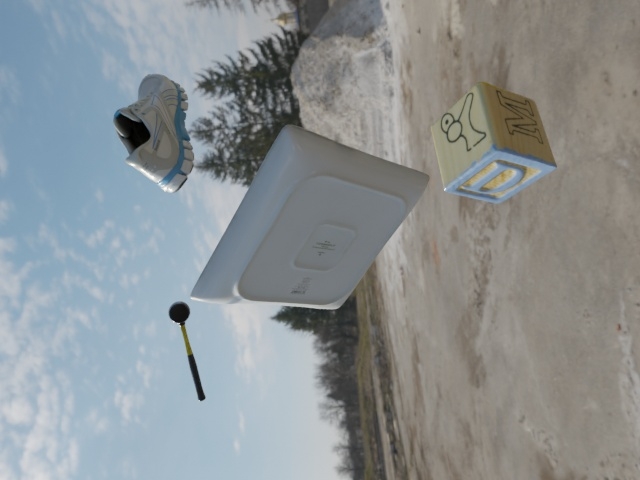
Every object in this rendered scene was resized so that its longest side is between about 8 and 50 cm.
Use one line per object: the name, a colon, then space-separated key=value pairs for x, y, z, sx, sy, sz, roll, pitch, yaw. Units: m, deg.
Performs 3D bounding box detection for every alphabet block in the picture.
alphabet block: x=0.408 y=-0.228 z=1.209 sx=0.192 sy=0.194 sz=0.197 roll=-39 pitch=48 yaw=51

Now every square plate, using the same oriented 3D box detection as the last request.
square plate: x=0.000 y=0.000 z=0.867 sx=0.344 sy=0.348 sz=0.049 roll=-57 pitch=46 yaw=23

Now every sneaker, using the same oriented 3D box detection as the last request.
sneaker: x=-0.207 y=-0.148 z=0.605 sx=0.083 sy=0.071 sz=0.190 roll=26 pitch=-147 yaw=-47

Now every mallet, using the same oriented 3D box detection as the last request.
mallet: x=-0.245 y=0.203 z=0.936 sx=0.062 sy=0.039 sz=0.189 roll=-162 pitch=59 yaw=-73
